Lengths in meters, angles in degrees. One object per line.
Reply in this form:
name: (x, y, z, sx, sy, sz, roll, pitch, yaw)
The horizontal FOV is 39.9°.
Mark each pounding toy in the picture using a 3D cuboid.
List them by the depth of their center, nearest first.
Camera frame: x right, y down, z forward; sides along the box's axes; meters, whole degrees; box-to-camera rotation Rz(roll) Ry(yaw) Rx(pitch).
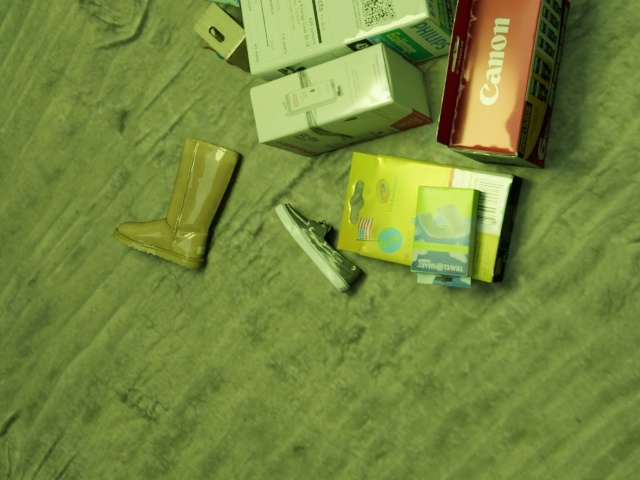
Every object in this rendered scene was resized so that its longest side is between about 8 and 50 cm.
pounding toy: (-0.205, -0.423, 1.863, 0.141, 0.130, 0.100, 44, 100, 16)

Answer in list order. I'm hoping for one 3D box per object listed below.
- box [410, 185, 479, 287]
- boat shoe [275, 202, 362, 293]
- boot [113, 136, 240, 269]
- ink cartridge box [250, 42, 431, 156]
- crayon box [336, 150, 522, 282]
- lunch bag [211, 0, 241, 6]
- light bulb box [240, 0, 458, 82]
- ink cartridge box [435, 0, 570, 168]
box: (0.223, -0.007, 1.587, 0.109, 0.042, 0.178, 5, 90, 26)
boat shoe: (0.000, 0.000, 1.772, 0.076, 0.080, 0.228, -40, 68, 2)
boot: (-0.314, -0.096, 1.925, 0.236, 0.089, 0.269, 18, 97, 15)
ink cartridge box: (0.040, -0.259, 1.683, 0.283, 0.207, 0.117, -14, 81, 26)
crayon box: (0.201, -0.050, 1.667, 0.319, 0.081, 0.202, 13, 95, 25)
lunch bag: (-0.178, -0.558, 1.841, 0.129, 0.151, 0.096, 19, 129, 24)
light bulb box: (0.047, -0.505, 1.677, 0.361, 0.225, 0.357, -12, 83, 25)
ink cartridge box: (0.318, -0.293, 1.512, 0.130, 0.272, 0.309, 10, 93, 26)
